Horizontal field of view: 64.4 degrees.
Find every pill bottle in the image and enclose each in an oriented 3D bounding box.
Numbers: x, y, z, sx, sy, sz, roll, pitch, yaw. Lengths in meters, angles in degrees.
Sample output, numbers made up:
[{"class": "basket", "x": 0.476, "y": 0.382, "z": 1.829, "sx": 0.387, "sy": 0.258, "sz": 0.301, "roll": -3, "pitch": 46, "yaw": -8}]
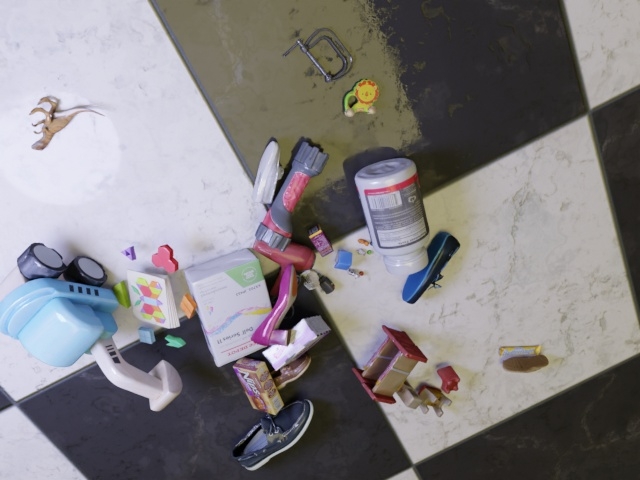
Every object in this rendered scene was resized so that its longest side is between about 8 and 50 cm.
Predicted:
[{"class": "pill bottle", "x": 0.220, "y": -0.064, "z": 1.483, "sx": 0.177, "sy": 0.176, "sz": 0.318, "roll": -18, "pitch": 113, "yaw": -2}]

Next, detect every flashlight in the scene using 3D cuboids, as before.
[{"class": "flashlight", "x": -0.074, "y": -0.121, "z": 1.429, "sx": 0.103, "sy": 0.103, "sz": 0.303, "roll": 28, "pitch": 97, "yaw": -15}]

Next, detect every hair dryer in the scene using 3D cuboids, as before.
[{"class": "hair dryer", "x": -0.107, "y": 0.105, "z": 1.547, "sx": 0.224, "sy": 0.080, "sz": 0.293, "roll": -30, "pitch": 112, "yaw": 4}]

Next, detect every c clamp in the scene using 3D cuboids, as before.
[{"class": "c clamp", "x": 0.004, "y": -0.490, "z": 1.367, "sx": 0.161, "sy": 0.022, "sz": 0.137, "roll": 41, "pitch": 95, "yaw": -19}]

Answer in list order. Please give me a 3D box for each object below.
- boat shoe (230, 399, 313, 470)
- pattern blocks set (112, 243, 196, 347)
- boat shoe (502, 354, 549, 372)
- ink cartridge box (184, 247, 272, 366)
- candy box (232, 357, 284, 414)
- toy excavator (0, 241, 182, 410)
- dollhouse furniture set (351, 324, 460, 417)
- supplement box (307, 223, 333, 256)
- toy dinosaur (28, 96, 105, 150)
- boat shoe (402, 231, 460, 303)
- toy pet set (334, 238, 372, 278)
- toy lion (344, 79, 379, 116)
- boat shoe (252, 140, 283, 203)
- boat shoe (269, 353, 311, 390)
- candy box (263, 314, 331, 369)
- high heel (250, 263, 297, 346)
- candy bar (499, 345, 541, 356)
[{"class": "boat shoe", "x": -0.173, "y": 0.647, "z": 1.723, "sx": 0.340, "sy": 0.127, "sz": 0.113, "roll": -41, "pitch": 124, "yaw": 17}, {"class": "pattern blocks set", "x": -0.483, "y": 0.166, "z": 1.457, "sx": 0.286, "sy": 0.026, "sz": 0.324, "roll": -3, "pitch": 112, "yaw": 26}, {"class": "boat shoe", "x": 0.735, "y": 0.455, "z": 1.837, "sx": 0.170, "sy": 0.062, "sz": 0.059, "roll": -4, "pitch": 143, "yaw": -6}, {"class": "ink cartridge box", "x": -0.251, "y": 0.227, "z": 1.522, "sx": 0.207, "sy": 0.119, "sz": 0.353, "roll": -21, "pitch": 114, "yaw": -20}, {"class": "candy box", "x": -0.201, "y": 0.474, "z": 1.659, "sx": 0.053, "sy": 0.109, "sz": 0.186, "roll": -43, "pitch": 123, "yaw": -41}, {"class": "toy excavator", "x": -0.623, "y": 0.269, "z": 1.376, "sx": 0.222, "sy": 0.445, "sz": 0.433, "roll": -43, "pitch": 153, "yaw": 8}, {"class": "dollhouse furniture set", "x": 0.318, "y": 0.453, "z": 1.742, "sx": 0.374, "sy": 0.152, "sz": 0.201, "roll": 25, "pitch": 105, "yaw": -36}, {"class": "supplement box", "x": 0.000, "y": 0.000, "z": 1.537, "sx": 0.043, "sy": 0.055, "sz": 0.083, "roll": -30, "pitch": 112, "yaw": 4}, {"class": "toy dinosaur", "x": -0.671, "y": -0.315, "z": 1.307, "sx": 0.212, "sy": 0.064, "sz": 0.112, "roll": -31, "pitch": 131, "yaw": 13}, {"class": "boat shoe", "x": 0.359, "y": 0.101, "z": 1.612, "sx": 0.089, "sy": 0.109, "sz": 0.258, "roll": 27, "pitch": 107, "yaw": -22}, {"class": "toy pet set", "x": 0.106, "y": 0.059, "z": 1.572, "sx": 0.114, "sy": 0.065, "sz": 0.122, "roll": 12, "pitch": 108, "yaw": -14}, {"class": "toy lion", "x": 0.115, "y": -0.398, "z": 1.416, "sx": 0.100, "sy": 0.034, "sz": 0.095, "roll": -9, "pitch": 105, "yaw": -6}, {"class": "boat shoe", "x": -0.138, "y": -0.188, "z": 1.438, "sx": 0.063, "sy": 0.066, "sz": 0.184, "roll": 8, "pitch": 108, "yaw": -28}, {"class": "boat shoe", "x": -0.110, "y": 0.431, "z": 1.682, "sx": 0.178, "sy": 0.064, "sz": 0.060, "roll": -38, "pitch": 114, "yaw": 9}, {"class": "candy box", "x": -0.068, "y": 0.311, "z": 1.570, "sx": 0.165, "sy": 0.196, "sz": 0.070, "roll": -40, "pitch": 78, "yaw": 8}, {"class": "high heel", "x": -0.135, "y": 0.185, "z": 1.479, "sx": 0.117, "sy": 0.082, "sz": 0.243, "roll": 5, "pitch": 88, "yaw": 14}, {"class": "candy bar", "x": 0.718, "y": 0.399, "z": 1.836, "sx": 0.162, "sy": 0.018, "sz": 0.040, "roll": 1, "pitch": 111, "yaw": -11}]
